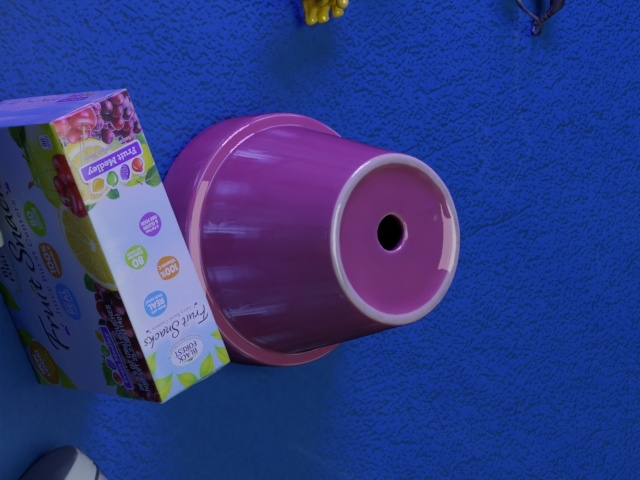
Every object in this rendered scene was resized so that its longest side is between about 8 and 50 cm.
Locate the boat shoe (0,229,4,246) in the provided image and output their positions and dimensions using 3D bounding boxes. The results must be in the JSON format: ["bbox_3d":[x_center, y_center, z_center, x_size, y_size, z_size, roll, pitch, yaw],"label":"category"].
[{"bbox_3d":[-0.354,-0.013,1.189,0.340,0.127,0.113,-15,98,-40],"label":"boat shoe"}]

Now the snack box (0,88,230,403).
[{"bbox_3d":[-0.168,0.003,1.311,0.070,0.174,0.207,-29,108,-33],"label":"snack box"}]

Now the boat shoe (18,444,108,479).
[{"bbox_3d":[-0.219,0.266,1.317,0.084,0.095,0.258,48,62,-24],"label":"boat shoe"}]

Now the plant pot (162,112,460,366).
[{"bbox_3d":[0.000,0.000,1.446,0.201,0.180,0.201,0,91,-39],"label":"plant pot"}]

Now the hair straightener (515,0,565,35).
[{"bbox_3d":[0.171,-0.295,1.686,0.089,0.047,0.230,-20,107,-38],"label":"hair straightener"}]

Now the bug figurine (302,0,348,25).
[{"bbox_3d":[0.021,-0.326,1.525,0.216,0.072,0.279,-28,109,-43],"label":"bug figurine"}]
